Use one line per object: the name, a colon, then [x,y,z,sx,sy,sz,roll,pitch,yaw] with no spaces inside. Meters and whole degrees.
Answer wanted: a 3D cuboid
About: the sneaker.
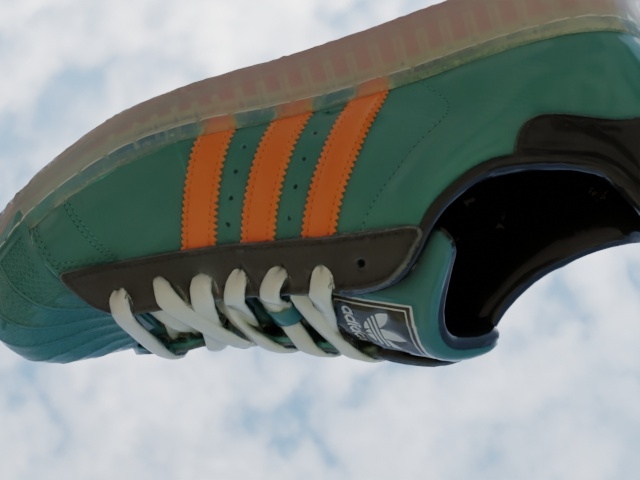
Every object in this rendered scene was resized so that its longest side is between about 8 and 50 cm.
sneaker: [0.000,0.000,0.707,0.302,0.108,0.121,-22,-124,13]
